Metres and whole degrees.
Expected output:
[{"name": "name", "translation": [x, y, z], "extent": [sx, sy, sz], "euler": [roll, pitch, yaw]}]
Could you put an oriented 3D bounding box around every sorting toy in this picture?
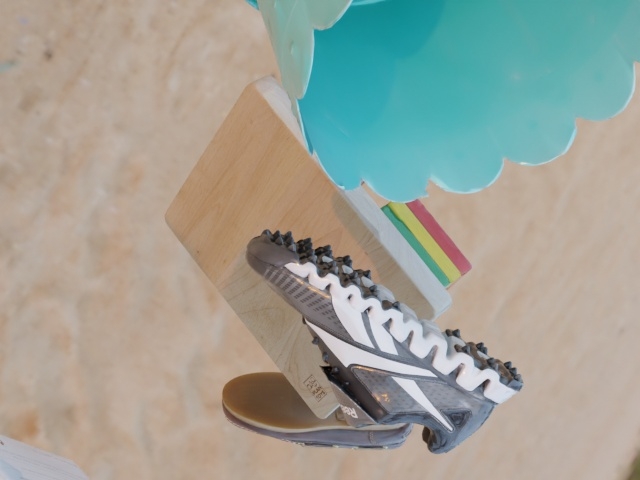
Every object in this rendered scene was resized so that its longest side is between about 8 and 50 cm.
[{"name": "sorting toy", "translation": [0.000, 0.000, 1.387], "extent": [0.089, 0.255, 0.257], "euler": [-33, 171, -34]}]

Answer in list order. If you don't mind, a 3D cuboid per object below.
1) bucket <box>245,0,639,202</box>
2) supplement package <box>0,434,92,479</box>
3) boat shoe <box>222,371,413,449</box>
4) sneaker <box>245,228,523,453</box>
[{"name": "bucket", "translation": [0.079, -0.177, 0.994], "extent": [0.281, 0.183, 0.281], "euler": [-16, 147, -11]}, {"name": "supplement package", "translation": [-0.165, 0.284, 0.973], "extent": [0.177, 0.293, 0.175], "euler": [-50, 153, -2]}, {"name": "boat shoe", "translation": [-0.004, 0.190, 1.596], "extent": [0.073, 0.207, 0.073], "euler": [102, -5, -50]}, {"name": "sneaker", "translation": [0.032, 0.085, 1.124], "extent": [0.106, 0.234, 0.078], "euler": [-56, -168, 9]}]
